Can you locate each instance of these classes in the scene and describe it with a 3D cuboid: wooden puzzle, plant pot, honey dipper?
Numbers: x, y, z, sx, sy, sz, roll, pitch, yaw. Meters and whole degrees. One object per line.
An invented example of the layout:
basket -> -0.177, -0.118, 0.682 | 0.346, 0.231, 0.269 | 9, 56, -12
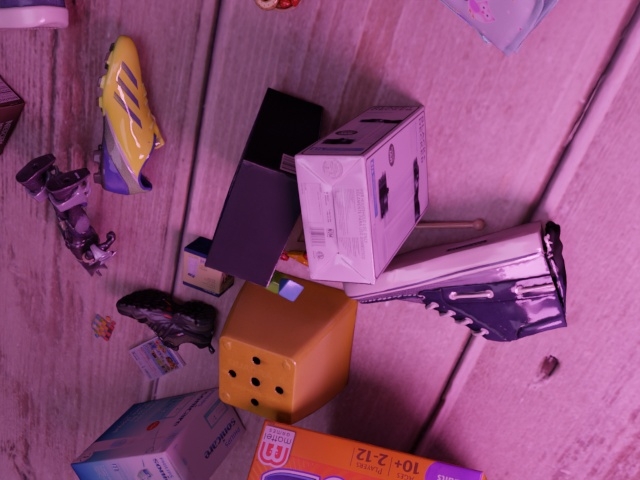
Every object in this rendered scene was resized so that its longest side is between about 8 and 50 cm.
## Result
wooden puzzle -> -0.498, 0.200, 1.420 | 0.049, 0.006, 0.083 | 37, 123, 5
plant pot -> -0.073, 0.201, 1.112 | 0.212, 0.187, 0.212 | 15, 119, 19
honey dipper -> 0.177, -0.025, 0.983 | 0.161, 0.030, 0.030 | -2, 112, 23

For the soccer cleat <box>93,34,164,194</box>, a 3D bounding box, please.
soccer cleat -> -0.338, -0.218, 1.117 | 0.121, 0.093, 0.288 | 7, 115, -11

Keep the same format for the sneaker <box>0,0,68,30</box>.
sneaker -> -0.603, -0.449, 1.104 | 0.351, 0.131, 0.148 | 4, 108, 18

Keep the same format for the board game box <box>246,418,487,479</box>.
board game box -> 0.075, 0.543, 1.020 | 0.357, 0.356, 0.356 | 7, 154, 22

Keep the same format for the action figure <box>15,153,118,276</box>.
action figure -> -0.475, -0.040, 1.212 | 0.185, 0.099, 0.285 | 36, 153, 20

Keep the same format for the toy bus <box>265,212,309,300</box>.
toy bus -> 0.004, 0.005, 1.028 | 0.104, 0.202, 0.191 | 32, 121, -28

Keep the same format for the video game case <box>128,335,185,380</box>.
video game case -> -0.365, 0.261, 1.384 | 0.122, 0.011, 0.087 | -27, 99, 33

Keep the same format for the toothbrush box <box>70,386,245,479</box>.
toothbrush box -> -0.346, 0.447, 1.340 | 0.296, 0.216, 0.126 | -17, 105, 31

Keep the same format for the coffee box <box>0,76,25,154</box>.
coffee box -> -0.758, -0.311, 1.236 | 0.297, 0.119, 0.168 | 46, 123, 0

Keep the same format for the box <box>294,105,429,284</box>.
box -> 0.071, -0.077, 0.852 | 0.087, 0.290, 0.169 | 3, 112, 23

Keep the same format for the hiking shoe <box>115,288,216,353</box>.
hiking shoe -> -0.322, 0.175, 1.278 | 0.227, 0.086, 0.114 | 11, 114, 20

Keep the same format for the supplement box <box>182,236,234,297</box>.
supplement box -> -0.212, 0.050, 1.184 | 0.083, 0.056, 0.083 | 18, 120, 17

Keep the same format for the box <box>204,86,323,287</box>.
box -> -0.078, -0.087, 0.925 | 0.103, 0.261, 0.184 | 18, 123, -8

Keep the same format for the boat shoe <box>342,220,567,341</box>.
boat shoe -> 0.206, 0.088, 0.948 | 0.341, 0.127, 0.158 | -15, 98, 26

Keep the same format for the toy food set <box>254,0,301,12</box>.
toy food set -> -0.061, -0.385, 0.930 | 0.083, 0.020, 0.082 | 16, 119, 19

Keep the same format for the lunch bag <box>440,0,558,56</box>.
lunch bag -> 0.221, -0.378, 0.720 | 0.223, 0.160, 0.262 | 41, 131, 4
